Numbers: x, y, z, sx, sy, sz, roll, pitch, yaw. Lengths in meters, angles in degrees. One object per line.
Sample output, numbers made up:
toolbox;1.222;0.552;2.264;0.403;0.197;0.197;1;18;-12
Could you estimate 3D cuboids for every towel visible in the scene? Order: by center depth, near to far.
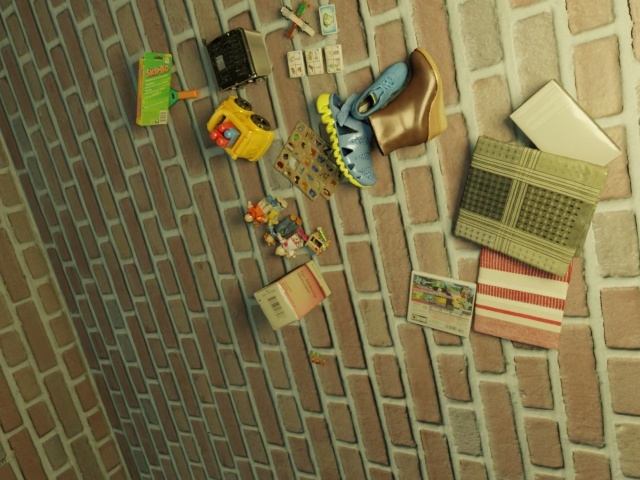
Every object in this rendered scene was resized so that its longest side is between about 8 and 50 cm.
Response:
towel;0.524;-0.090;1.157;0.324;0.056;0.311;28;130;33
towel;0.573;0.137;1.285;0.237;0.037;0.328;10;110;30

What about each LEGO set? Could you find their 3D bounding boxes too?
LEGO set;-0.024;-0.635;1.368;0.183;0.060;0.244;2;116;25

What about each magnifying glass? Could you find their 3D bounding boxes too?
magnifying glass;-0.555;-0.551;1.712;0.231;0.026;0.092;5;109;28

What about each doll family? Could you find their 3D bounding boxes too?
doll family;-0.161;-0.057;1.620;0.163;0.118;0.263;-33;107;28

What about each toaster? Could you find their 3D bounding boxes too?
toaster;-0.272;-0.598;1.477;0.168;0.110;0.185;-10;102;32

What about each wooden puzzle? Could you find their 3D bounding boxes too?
wooden puzzle;-0.017;0.460;1.763;0.084;0.006;0.049;14;114;26

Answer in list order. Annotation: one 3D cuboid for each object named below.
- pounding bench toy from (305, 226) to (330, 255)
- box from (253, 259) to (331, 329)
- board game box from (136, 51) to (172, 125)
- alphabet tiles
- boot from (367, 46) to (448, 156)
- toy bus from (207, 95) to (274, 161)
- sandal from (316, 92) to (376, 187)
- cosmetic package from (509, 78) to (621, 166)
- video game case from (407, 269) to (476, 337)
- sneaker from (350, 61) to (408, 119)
pounding bench toy;0.000;0.000;1.562;0.065;0.052;0.083;40;122;13
box;-0.093;0.187;1.573;0.127;0.232;0.148;-29;91;34
board game box;-0.613;-0.558;1.657;0.039;0.124;0.259;28;118;22
alphabet tiles;-0.030;-0.255;1.517;0.237;0.009;0.198;42;122;11
boot;0.225;-0.373;1.220;0.207;0.090;0.248;-21;105;-5
toy bus;-0.301;-0.375;1.506;0.220;0.211;0.149;48;119;11
sandal;0.103;-0.313;1.354;0.138;0.126;0.317;-19;98;30
cosmetic package;0.593;-0.263;1.092;0.238;0.107;0.127;50;125;2
video game case;0.381;0.199;1.427;0.202;0.023;0.183;12;113;28
sneaker;0.171;-0.417;1.253;0.209;0.082;0.069;-44;100;3
